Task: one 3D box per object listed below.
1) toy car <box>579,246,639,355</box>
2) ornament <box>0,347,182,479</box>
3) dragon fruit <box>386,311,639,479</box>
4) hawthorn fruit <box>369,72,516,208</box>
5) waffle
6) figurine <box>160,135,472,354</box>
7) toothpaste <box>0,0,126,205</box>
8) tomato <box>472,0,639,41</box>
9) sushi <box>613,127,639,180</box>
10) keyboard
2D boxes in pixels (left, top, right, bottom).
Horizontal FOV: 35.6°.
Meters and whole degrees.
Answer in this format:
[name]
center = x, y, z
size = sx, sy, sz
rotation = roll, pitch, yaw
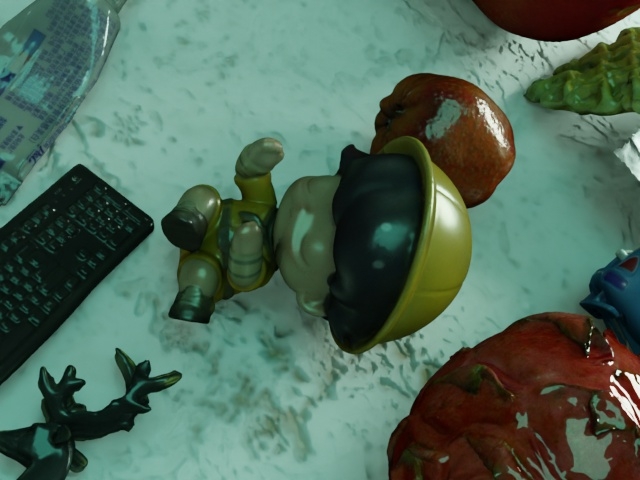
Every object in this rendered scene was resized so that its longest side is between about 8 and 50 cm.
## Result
[toy car]
center = 0.368, 0.130, 0.900
size = 0.166, 0.198, 0.314
rotation = -43, 84, 3
[ornament]
center = -0.165, 0.196, 0.750
size = 0.202, 0.080, 0.236
rotation = 27, 59, 2
[dragon fruit]
center = 0.167, 0.181, 0.779
size = 0.241, 0.241, 0.252
rotation = 37, 32, 4
[hawthorn fruit]
center = 0.121, -0.094, 0.960
size = 0.138, 0.133, 0.132
rotation = 27, 58, -19
[waffle]
center = 0.352, -0.183, 1.053
size = 0.223, 0.204, 0.054
rotation = -31, 110, -23
[figurine]
center = 0.001, 0.001, 0.858
size = 0.257, 0.167, 0.192
rotation = 2, 75, 8
[toothpaste]
center = -0.257, -0.161, 0.923
size = 0.099, 0.068, 0.282
rotation = 20, 65, 28
[tomato]
center = 0.264, -0.374, 1.048
size = 0.293, 0.290, 0.325
rotation = 42, 72, -4
[sushi]
center = 0.483, -0.029, 1.074
size = 0.339, 0.069, 0.320
rotation = 48, 56, 3
[keyboard]
center = -0.284, 0.075, 0.797
size = 0.103, 0.041, 0.381
rotation = 37, 59, 4
